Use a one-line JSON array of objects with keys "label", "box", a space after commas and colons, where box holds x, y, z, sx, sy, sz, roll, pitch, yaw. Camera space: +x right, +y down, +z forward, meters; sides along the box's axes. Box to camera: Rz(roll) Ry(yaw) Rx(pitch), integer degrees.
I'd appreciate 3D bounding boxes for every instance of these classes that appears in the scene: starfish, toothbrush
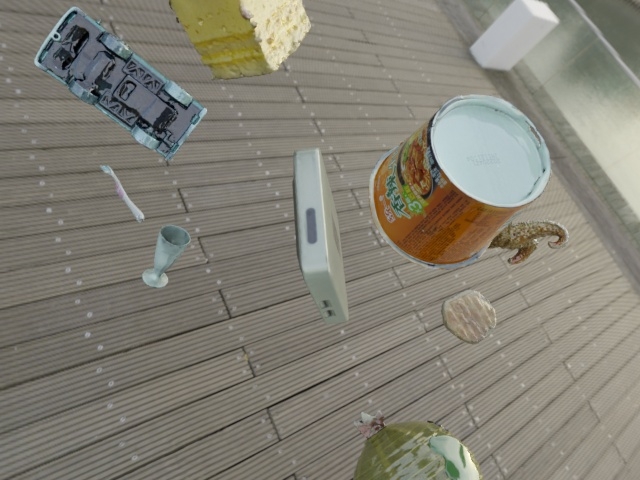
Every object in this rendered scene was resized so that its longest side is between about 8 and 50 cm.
[{"label": "starfish", "box": [0.421, -0.016, 1.143, 0.304, 0.312, 0.112, 6, 67, 6]}, {"label": "toothbrush", "box": [-0.383, -0.094, 0.905, 0.022, 0.017, 0.204, 4, 32, -49]}]

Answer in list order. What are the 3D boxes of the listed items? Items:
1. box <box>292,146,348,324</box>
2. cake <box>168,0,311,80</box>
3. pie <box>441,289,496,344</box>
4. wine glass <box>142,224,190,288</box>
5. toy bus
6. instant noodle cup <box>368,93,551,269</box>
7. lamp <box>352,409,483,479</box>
[{"label": "box", "box": [0.000, 0.000, 1.216, 0.091, 0.373, 0.366, -7, 60, 6]}, {"label": "cake", "box": [-0.196, -0.558, 1.084, 0.222, 0.228, 0.286, -61, 141, -32]}, {"label": "pie", "box": [0.504, 0.260, 1.576, 0.195, 0.046, 0.195, 4, 61, -8]}, {"label": "wine glass", "box": [-0.371, 0.039, 1.116, 0.073, 0.155, 0.073, 24, 34, -17]}, {"label": "toy bus", "box": [-0.342, -0.272, 0.830, 0.256, 0.128, 0.147, 37, 6, -22]}, {"label": "instant noodle cup", "box": [0.204, -0.090, 0.687, 0.231, 0.182, 0.230, 4, 70, -11]}, {"label": "lamp", "box": [0.164, 0.446, 0.875, 0.250, 0.250, 0.284, -19, 59, -41]}]
